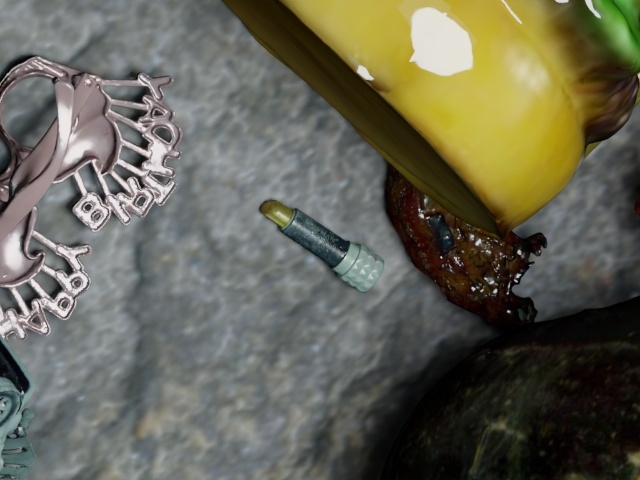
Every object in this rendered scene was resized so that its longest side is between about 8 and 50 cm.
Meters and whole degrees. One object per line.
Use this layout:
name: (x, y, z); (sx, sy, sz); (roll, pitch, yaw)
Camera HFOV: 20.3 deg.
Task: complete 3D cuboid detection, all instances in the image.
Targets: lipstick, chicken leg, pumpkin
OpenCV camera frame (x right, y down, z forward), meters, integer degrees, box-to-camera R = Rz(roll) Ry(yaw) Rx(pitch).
lipstick: (0.000, 0.000, 1.519); (0.116, 0.037, 0.037); (35, 86, -20)
chicken leg: (0.121, -0.012, 1.547); (0.105, 0.063, 0.234); (-45, 111, -13)
pumpkin: (0.265, 0.239, 1.449); (0.454, 0.454, 0.344); (7, 61, -23)

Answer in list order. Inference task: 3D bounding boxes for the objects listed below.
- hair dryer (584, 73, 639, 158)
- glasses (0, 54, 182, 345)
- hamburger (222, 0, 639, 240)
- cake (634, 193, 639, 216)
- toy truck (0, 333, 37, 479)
hair dryer: (0.271, -0.133, 1.557); (0.278, 0.135, 0.090); (-46, 112, 3)
glasses: (-0.203, -0.036, 1.401); (0.162, 0.095, 0.255); (38, 88, -28)
hamburger: (0.092, -0.219, 1.320); (0.396, 0.396, 0.277); (43, 87, -23)
cake: (0.395, -0.009, 1.555); (0.151, 0.177, 0.283); (-55, 151, -3)
toy truck: (-0.359, 0.150, 1.313); (0.338, 0.133, 0.184); (-13, 140, -42)
